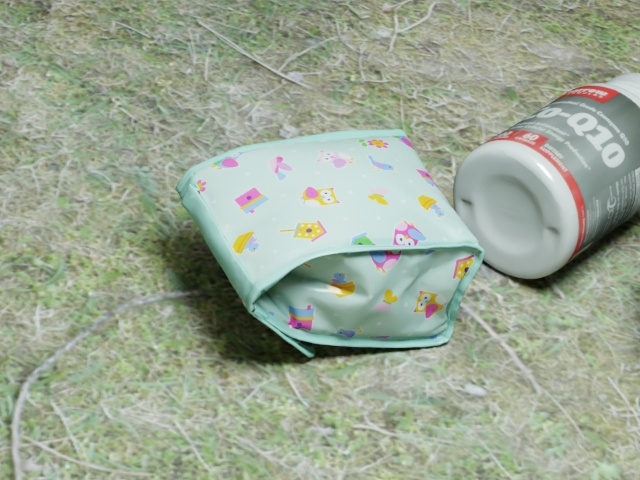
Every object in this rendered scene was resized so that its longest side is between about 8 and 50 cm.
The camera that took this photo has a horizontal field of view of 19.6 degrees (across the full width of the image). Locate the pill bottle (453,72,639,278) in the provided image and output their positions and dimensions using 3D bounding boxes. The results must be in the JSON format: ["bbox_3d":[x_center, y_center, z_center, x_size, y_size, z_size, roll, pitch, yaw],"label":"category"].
[{"bbox_3d":[0.292,-0.083,2.099,0.161,0.161,0.283,32,42,26],"label":"pill bottle"}]

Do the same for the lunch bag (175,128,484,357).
[{"bbox_3d":[0.000,0.000,1.926,0.262,0.160,0.223,-3,39,-27],"label":"lunch bag"}]
